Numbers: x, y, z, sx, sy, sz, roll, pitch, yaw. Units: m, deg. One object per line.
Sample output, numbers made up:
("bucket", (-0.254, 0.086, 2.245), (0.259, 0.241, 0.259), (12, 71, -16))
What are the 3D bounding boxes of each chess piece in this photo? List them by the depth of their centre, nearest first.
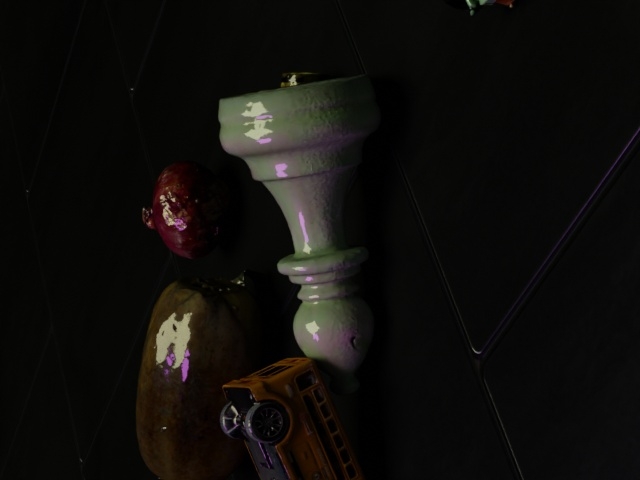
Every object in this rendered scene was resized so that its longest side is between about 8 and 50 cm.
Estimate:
("chess piece", (0.000, 0.000, 1.298), (0.139, 0.139, 0.272), (6, 107, 65))

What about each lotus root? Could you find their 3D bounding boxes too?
("lotus root", (-0.122, 0.145, 1.527), (0.123, 0.124, 0.241), (-70, -12, -68))

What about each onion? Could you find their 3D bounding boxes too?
("onion", (-0.142, -0.032, 1.613), (0.107, 0.097, 0.107), (-5, -90, -86))

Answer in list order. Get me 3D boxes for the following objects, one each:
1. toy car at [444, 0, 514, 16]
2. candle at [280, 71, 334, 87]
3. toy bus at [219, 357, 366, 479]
("toy car", (0.115, -0.239, 1.103), (0.073, 0.054, 0.143), (138, 129, -61))
("candle", (-0.014, -0.088, 1.383), (0.052, 0.052, 0.131), (-169, 81, -65))
("toy bus", (-0.011, 0.200, 1.296), (0.083, 0.088, 0.195), (-10, 104, 67))
